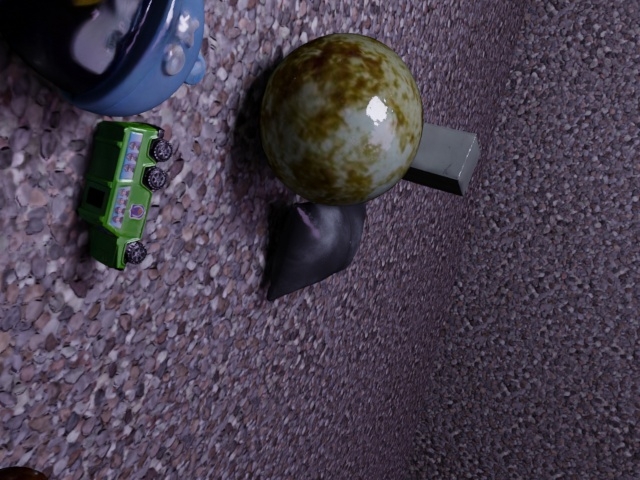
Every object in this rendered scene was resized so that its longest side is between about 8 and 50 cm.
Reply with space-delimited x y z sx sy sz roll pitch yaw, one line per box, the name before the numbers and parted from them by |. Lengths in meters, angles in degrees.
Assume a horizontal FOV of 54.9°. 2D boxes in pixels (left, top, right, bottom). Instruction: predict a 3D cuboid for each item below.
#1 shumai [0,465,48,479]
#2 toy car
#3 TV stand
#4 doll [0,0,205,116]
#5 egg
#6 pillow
shumai | -0.338 0.358 0.640 0.272 0.204 0.222 -45 166 29
toy car | -0.218 -0.050 0.670 0.062 0.071 0.165 10 97 -50
TV stand | 0.135 -0.164 1.083 0.088 0.269 0.083 -66 155 -9
doll | -0.202 -0.208 0.516 0.314 0.141 0.177 22 92 -60
egg | 0.031 -0.184 0.906 0.289 0.238 0.238 -80 168 -47
pillow | 0.000 0.000 1.106 0.250 0.106 0.186 -23 133 -56
